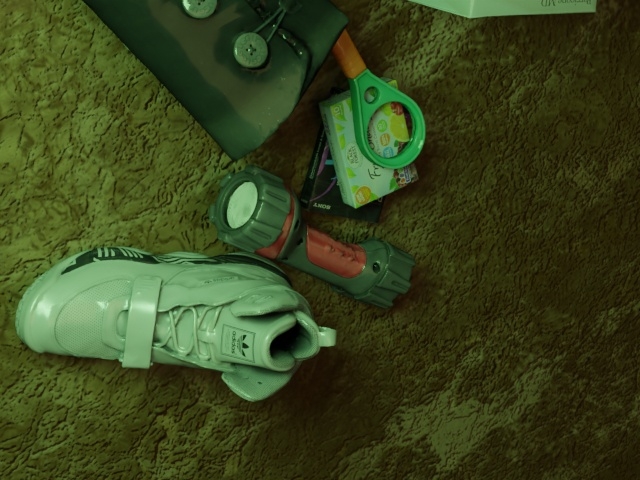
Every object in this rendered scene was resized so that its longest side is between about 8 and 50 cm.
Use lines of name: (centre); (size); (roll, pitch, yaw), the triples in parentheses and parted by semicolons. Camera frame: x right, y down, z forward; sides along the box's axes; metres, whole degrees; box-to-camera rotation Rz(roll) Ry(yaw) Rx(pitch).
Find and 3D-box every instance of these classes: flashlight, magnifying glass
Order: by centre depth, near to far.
magnifying glass: (0.057, -0.187, 1.857); (0.092, 0.026, 0.231); (-40, 117, -14)
flashlight: (0.000, 0.000, 1.902); (0.304, 0.103, 0.103); (23, 84, -41)

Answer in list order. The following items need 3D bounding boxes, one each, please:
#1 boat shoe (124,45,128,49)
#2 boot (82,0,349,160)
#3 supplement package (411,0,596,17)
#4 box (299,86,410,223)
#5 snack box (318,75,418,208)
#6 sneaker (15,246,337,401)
boat shoe: (-0.121, -0.228, 1.779); (0.233, 0.079, 0.084); (11, 103, -32)
boot: (-0.228, -0.245, 1.629); (0.445, 0.146, 0.367); (44, 81, -27)
supplement package: (0.215, -0.420, 1.840); (0.199, 0.198, 0.263); (-7, 111, -30)
box: (0.045, -0.108, 1.951); (0.116, 0.029, 0.162); (10, 103, -33)
snack box: (0.062, -0.125, 1.913); (0.100, 0.037, 0.141); (-24, 114, -20)
sneaker: (-0.162, 0.097, 1.787); (0.365, 0.210, 0.137); (-3, 108, -30)
